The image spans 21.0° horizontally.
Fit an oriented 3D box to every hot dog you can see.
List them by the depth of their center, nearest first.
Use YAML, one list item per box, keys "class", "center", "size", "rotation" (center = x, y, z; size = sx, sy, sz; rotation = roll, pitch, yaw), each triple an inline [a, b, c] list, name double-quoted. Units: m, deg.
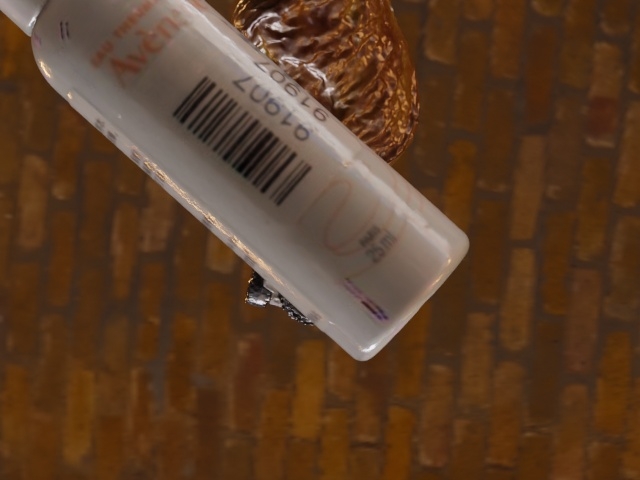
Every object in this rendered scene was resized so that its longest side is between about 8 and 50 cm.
- class: "hot dog"
  center: [0.006, -0.103, 0.977]
  size: [0.099, 0.147, 0.065]
  rotation: [-32, -142, -11]

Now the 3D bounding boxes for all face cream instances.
- class: "face cream"
  center: [-0.054, -0.059, 0.808]
  size: [0.269, 0.082, 0.082]
  rotation: [41, -74, 0]

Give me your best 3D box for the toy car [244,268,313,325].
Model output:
- class: "toy car"
  center: [0.000, 0.000, 1.124]
  size: [0.080, 0.171, 0.070]
  rotation: [15, -65, -3]
